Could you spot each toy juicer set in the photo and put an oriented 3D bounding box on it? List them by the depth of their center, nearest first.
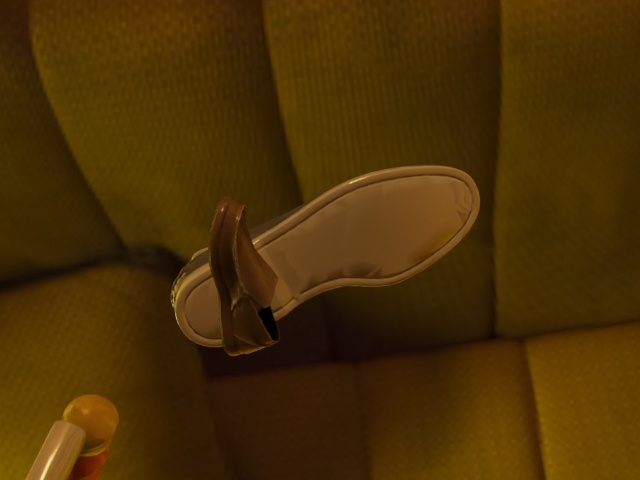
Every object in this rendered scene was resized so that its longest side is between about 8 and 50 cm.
[{"bbox_3d":[-0.213,0.235,1.139,0.089,0.209,0.329,25,169,-4],"label":"toy juicer set"}]

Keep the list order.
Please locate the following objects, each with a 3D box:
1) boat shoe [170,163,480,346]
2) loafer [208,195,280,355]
[{"bbox_3d":[0.000,0.000,1.332,0.319,0.099,0.116,-25,111,-3],"label":"boat shoe"},{"bbox_3d":[-0.061,0.029,1.116,0.050,0.056,0.148,0,123,8],"label":"loafer"}]
